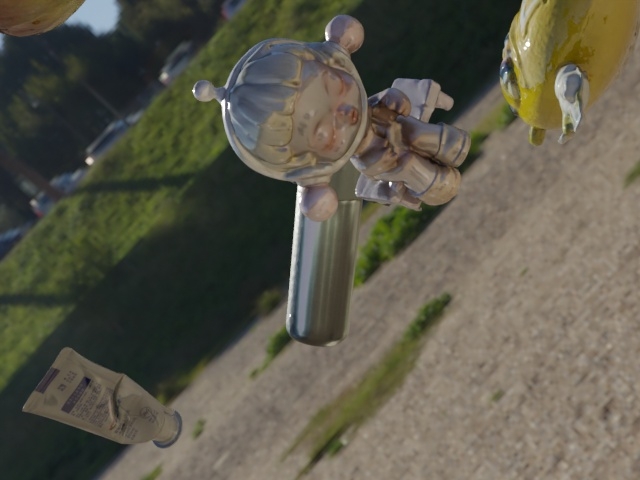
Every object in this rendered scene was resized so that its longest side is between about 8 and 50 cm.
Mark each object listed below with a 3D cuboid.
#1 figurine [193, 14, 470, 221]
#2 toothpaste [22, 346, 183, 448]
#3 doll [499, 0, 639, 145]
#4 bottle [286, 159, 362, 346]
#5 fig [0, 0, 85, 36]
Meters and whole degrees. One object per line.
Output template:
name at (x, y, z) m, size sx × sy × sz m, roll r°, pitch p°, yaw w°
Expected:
figurine at (0.009, -0.122, 1.168) m, size 0.182 × 0.257 × 0.144 m, roll -62°, pitch 32°, yaw 13°
toothpaste at (-0.280, 0.216, 1.604) m, size 0.096 × 0.061 × 0.266 m, roll -57°, pitch -37°, yaw -3°
doll at (0.336, -0.295, 1.513) m, size 0.348 × 0.161 × 0.423 m, roll -77°, pitch 2°, yaw -74°
bottle at (0.000, 0.000, 1.454) m, size 0.079 × 0.096 × 0.253 m, roll 31°, pitch 119°, yaw 57°
fig at (-0.243, -0.282, 1.169) m, size 0.231 × 0.160 × 0.143 m, roll -10°, pitch 30°, yaw 0°
